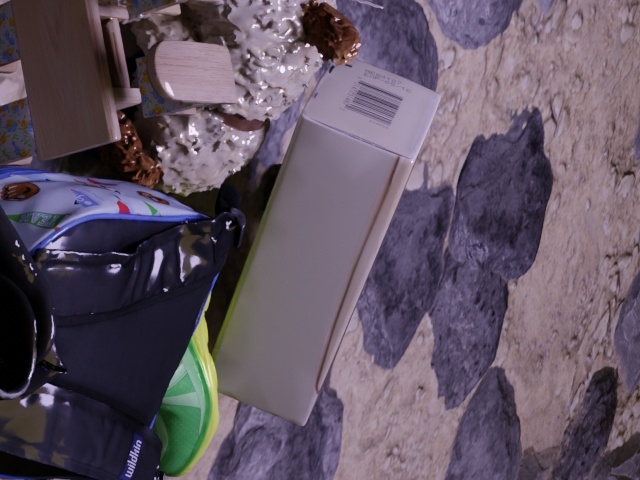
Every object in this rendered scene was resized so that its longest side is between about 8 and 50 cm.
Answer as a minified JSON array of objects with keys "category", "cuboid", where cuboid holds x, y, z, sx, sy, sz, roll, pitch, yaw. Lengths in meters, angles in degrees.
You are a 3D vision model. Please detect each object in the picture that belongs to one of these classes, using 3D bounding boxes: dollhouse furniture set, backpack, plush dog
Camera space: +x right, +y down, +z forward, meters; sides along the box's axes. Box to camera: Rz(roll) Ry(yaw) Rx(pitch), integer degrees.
[{"category":"dollhouse furniture set","cuboid":[-0.207,-0.182,1.173,0.161,0.212,0.242,-5,84,-58]},{"category":"backpack","cuboid":[-0.216,0.058,1.262,0.263,0.213,0.276,10,98,-69]},{"category":"plush dog","cuboid":[-0.084,-0.138,1.424,0.262,0.210,0.225,-15,139,-55]}]

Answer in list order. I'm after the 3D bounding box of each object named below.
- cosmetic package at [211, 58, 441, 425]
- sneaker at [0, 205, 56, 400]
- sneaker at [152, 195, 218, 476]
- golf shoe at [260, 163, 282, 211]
[{"category":"cosmetic package","cuboid":[0.000,0.000,1.547,0.160,0.113,0.309,-64,175,-58]},{"category":"sneaker","cuboid":[-0.323,0.121,1.081,0.169,0.257,0.447,-9,113,-56]},{"category":"sneaker","cuboid":[-0.164,0.093,1.497,0.123,0.109,0.295,-18,127,-23]},{"category":"golf shoe","cuboid":[0.022,-0.026,1.716,0.198,0.094,0.077,9,96,-60]}]
